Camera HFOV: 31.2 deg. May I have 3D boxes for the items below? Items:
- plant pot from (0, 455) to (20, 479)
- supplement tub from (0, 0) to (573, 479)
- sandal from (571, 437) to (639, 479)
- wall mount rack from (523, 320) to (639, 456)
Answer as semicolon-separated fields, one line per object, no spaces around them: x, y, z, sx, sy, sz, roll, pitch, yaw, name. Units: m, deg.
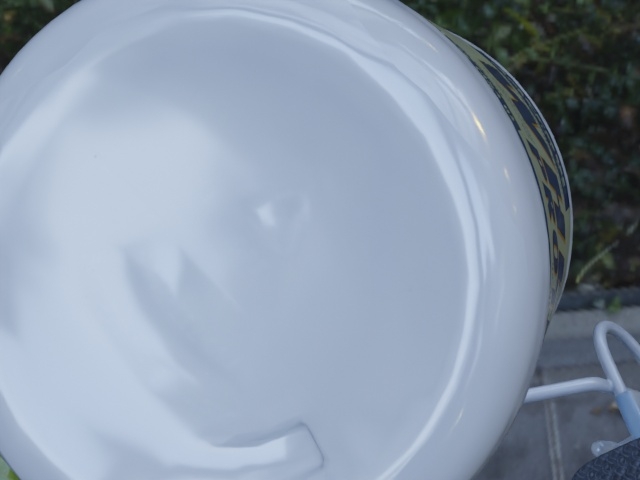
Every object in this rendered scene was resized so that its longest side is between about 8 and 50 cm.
-0.241;0.221;0.576;0.276;0.254;0.276;27;18;-9;plant pot
0.000;0.000;0.557;0.235;0.235;0.325;14;9;13;supplement tub
0.280;0.138;0.731;0.255;0.054;0.097;-19;24;-4;sandal
0.254;0.234;0.992;0.304;0.130;0.350;20;40;-43;wall mount rack
